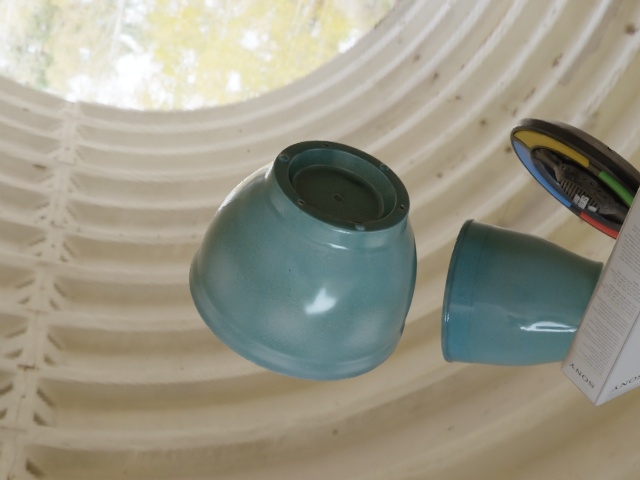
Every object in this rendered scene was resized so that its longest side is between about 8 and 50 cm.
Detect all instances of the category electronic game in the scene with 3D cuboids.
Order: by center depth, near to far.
[{"bbox_3d":[0.321,-0.065,1.083,0.229,0.048,0.229,41,176,3],"label":"electronic game"}]

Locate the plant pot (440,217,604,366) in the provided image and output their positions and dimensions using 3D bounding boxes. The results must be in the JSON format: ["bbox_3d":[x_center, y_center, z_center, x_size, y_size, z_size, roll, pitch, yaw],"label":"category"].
[{"bbox_3d":[0.376,0.109,1.644,0.255,0.271,0.272,8,-162,19],"label":"plant pot"}]

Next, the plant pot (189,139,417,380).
[{"bbox_3d":[0.000,0.000,1.131,0.293,0.196,0.293,13,-141,-11],"label":"plant pot"}]

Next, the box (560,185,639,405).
[{"bbox_3d":[0.356,-0.007,0.796,0.232,0.322,0.058,-18,-131,-25],"label":"box"}]
